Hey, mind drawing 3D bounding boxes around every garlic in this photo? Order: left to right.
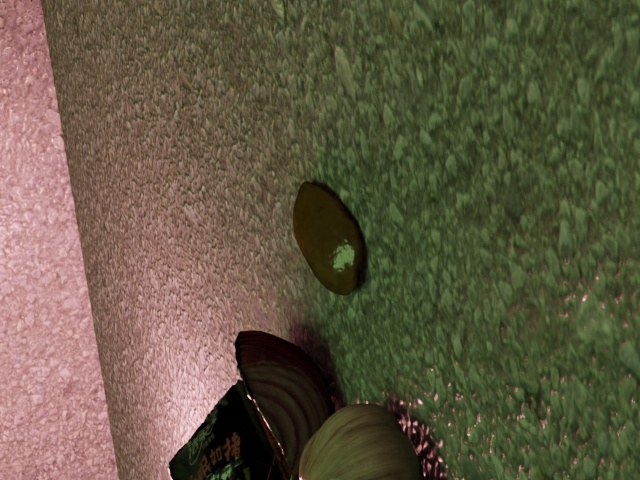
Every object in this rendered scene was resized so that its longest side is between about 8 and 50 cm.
[{"bbox_3d":[0.017,0.353,1.728,0.245,0.253,0.245,169,90,-78],"label":"garlic"}]

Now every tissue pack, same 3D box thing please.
[{"bbox_3d":[-0.120,0.416,2.150,0.245,0.123,0.332,-50,37,15],"label":"tissue pack"}]

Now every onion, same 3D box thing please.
[{"bbox_3d":[-0.037,0.241,2.000,0.250,0.111,0.247,63,-175,-7],"label":"onion"}]

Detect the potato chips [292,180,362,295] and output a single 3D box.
[{"bbox_3d":[0.000,0.000,1.800,0.201,0.049,0.150,-122,31,-51],"label":"potato chips"}]
